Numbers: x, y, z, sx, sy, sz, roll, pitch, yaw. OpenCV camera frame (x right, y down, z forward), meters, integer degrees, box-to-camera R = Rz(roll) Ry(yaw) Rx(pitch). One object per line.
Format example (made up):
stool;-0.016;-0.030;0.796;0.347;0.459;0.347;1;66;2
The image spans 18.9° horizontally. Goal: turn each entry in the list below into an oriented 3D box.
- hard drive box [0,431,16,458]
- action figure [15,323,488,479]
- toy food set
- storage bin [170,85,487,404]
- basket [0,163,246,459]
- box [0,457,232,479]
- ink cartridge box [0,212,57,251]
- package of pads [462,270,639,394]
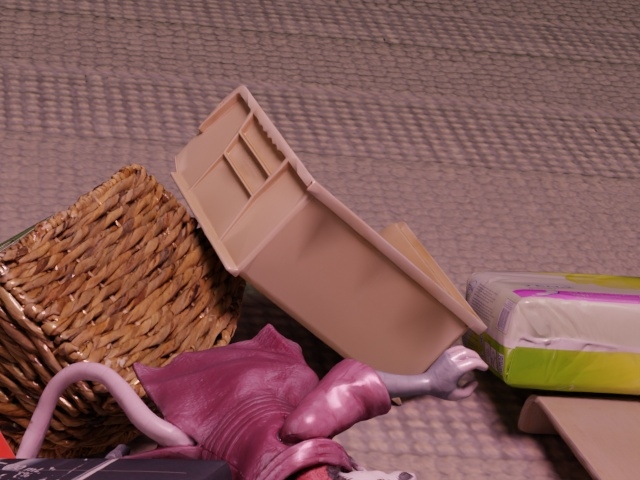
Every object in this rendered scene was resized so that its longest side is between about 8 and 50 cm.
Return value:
hard drive box;-0.357;0.225;1.538;0.232;0.089;0.181;-5;29;-28
action figure;-0.048;0.162;1.528;0.275;0.248;0.370;18;-1;-25
toy food set;0.330;0.232;1.794;0.219;0.092;0.306;3;17;-13
storage bin;0.000;0.000;1.950;0.262;0.123;0.260;39;9;-32
basket;-0.231;0.103;1.838;0.213;0.223;0.299;47;30;0
box;-0.262;0.268;1.219;0.343;0.179;0.312;-3;11;25
ink cartridge box;-0.384;0.029;1.818;0.056;0.235;0.171;57;29;-6
package of pads;0.307;0.095;1.966;0.296;0.101;0.229;5;5;-9
